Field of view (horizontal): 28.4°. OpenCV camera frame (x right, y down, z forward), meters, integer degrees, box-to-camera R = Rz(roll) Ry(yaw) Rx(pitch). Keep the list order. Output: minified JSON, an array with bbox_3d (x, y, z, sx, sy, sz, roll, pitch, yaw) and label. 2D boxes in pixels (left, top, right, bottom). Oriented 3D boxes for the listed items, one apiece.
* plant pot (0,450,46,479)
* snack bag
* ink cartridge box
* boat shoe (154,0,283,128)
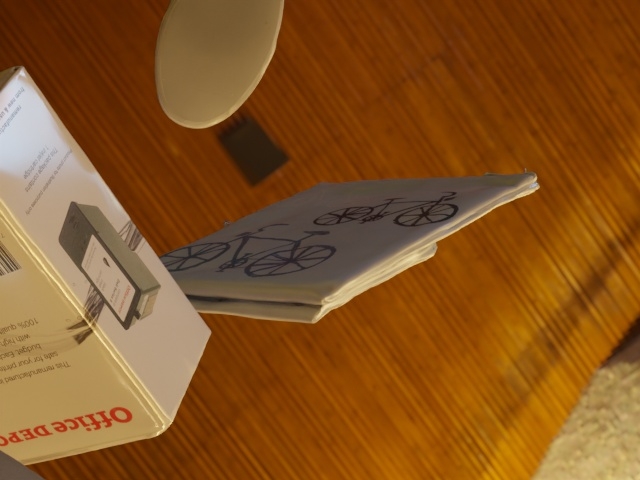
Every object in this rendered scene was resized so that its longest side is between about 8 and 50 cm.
[{"bbox_3d":[-0.181,0.169,0.639,0.109,0.096,0.109,-90,-161,-71],"label":"plant pot"},{"bbox_3d":[0.000,0.000,1.272,0.323,0.037,0.342,0,-160,45],"label":"snack bag"},{"bbox_3d":[-0.243,0.032,0.964,0.198,0.273,0.115,-16,-148,28],"label":"ink cartridge box"},{"bbox_3d":[-0.071,-0.210,1.035,0.084,0.095,0.258,165,-55,-78],"label":"boat shoe"}]
